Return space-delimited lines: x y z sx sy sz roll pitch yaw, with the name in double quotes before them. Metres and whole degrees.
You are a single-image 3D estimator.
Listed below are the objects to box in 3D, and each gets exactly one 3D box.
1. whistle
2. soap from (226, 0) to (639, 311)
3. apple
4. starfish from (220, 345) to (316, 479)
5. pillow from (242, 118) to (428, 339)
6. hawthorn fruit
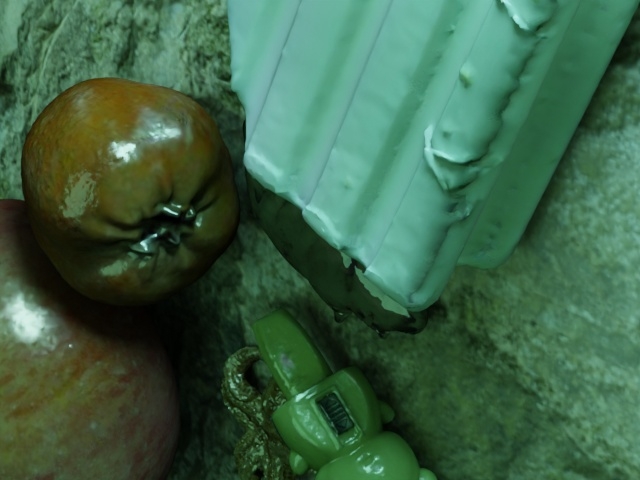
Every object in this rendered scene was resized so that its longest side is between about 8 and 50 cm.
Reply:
"whistle" 0.011 0.161 1.542 0.227 0.105 0.085 57 168 12
"soap" 0.087 -0.199 1.247 0.261 0.156 0.446 43 134 24
"apple" -0.299 0.144 1.698 0.345 0.269 0.345 39 149 29
"starfish" -0.045 0.178 1.639 0.150 0.053 0.210 29 125 29
"pillow" -0.001 -0.001 1.509 0.241 0.051 0.093 50 131 16
"hawthorn fruit" -0.187 -0.060 1.589 0.251 0.199 0.199 38 133 47
